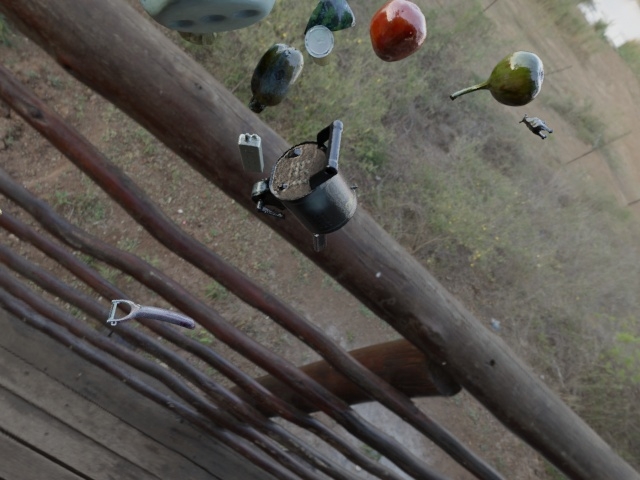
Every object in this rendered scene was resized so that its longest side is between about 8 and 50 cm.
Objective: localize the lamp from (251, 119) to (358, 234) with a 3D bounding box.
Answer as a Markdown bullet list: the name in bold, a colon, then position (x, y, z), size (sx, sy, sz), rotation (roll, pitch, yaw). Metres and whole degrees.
- **lamp**: position (-0.004, -0.151, 1.279), size (0.272, 0.374, 0.205), rotation (29, 56, -37)

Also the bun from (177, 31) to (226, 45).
- **bun**: position (-0.432, -0.808, 1.547), size (0.222, 0.222, 0.127), rotation (8, 27, -36)

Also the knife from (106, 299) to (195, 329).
- **knife**: position (-0.544, 0.253, 1.412), size (0.277, 0.053, 0.123), rotation (15, 29, -24)

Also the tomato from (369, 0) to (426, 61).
- **tomato**: position (0.302, -0.832, 1.692), size (0.232, 0.232, 0.188), rotation (57, 20, -1)

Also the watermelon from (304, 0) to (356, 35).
- **watermelon**: position (0.027, -0.863, 1.724), size (0.207, 0.202, 0.136), rotation (-40, 86, 0)

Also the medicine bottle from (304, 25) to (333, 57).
- **medicine bottle**: position (0.002, -0.781, 1.759), size (0.108, 0.108, 0.426), rotation (47, 13, -11)

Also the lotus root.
- **lotus root**: position (-0.121, -0.412, 1.102), size (0.113, 0.192, 0.088), rotation (39, 12, 23)

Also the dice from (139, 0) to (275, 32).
- **dice**: position (-0.266, -0.645, 0.978), size (0.268, 0.262, 0.265), rotation (-17, 107, -39)

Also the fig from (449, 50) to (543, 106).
- **fig**: position (0.496, -0.441, 1.219), size (0.149, 0.245, 0.149), rotation (6, 83, -55)

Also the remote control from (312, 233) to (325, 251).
- **remote control**: position (0.000, 0.000, 1.795), size (0.063, 0.245, 0.025), rotation (-28, 75, -6)

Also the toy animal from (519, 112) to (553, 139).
- **toy animal**: position (0.688, -0.375, 1.384), size (0.065, 0.047, 0.136), rotation (19, 35, -12)

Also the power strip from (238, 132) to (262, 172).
- **power strip**: position (-0.324, -0.408, 2.018), size (0.098, 0.338, 0.058), rotation (8, 74, -2)
